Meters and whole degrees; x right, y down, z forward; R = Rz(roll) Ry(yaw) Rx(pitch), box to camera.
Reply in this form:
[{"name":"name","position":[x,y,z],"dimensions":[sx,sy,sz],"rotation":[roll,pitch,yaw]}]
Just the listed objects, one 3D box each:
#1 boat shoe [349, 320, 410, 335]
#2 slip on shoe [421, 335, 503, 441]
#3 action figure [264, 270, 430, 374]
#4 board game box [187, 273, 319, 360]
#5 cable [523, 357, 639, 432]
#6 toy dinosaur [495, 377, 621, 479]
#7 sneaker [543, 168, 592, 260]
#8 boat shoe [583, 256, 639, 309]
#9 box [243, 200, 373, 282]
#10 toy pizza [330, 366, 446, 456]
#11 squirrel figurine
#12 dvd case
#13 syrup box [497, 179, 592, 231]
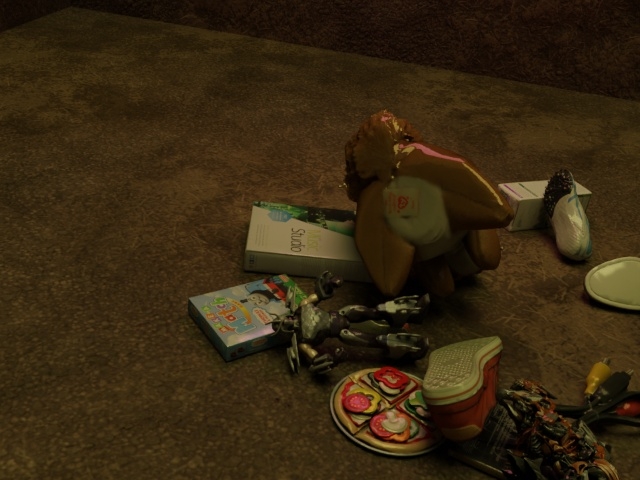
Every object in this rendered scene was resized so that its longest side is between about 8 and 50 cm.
[{"name":"boat shoe","position":[0.100,0.157,1.337],"dimensions":[0.137,0.049,0.043],"rotation":[11,26,2]},{"name":"slip on shoe","position":[0.239,0.231,1.173],"dimensions":[0.123,0.101,0.331],"rotation":[-15,4,20]},{"name":"action figure","position":[0.045,0.146,1.254],"dimensions":[0.285,0.099,0.185],"rotation":[2,69,-9]},{"name":"board game box","position":[-0.116,0.137,1.330],"dimensions":[0.211,0.039,0.160],"rotation":[-14,36,-32]},{"name":"cable","position":[0.455,0.290,1.187],"dimensions":[0.287,0.072,0.139],"rotation":[-21,53,-33]},{"name":"toy dinosaur","position":[0.336,0.332,0.970],"dimensions":[0.218,0.164,0.322],"rotation":[-7,28,-30]},{"name":"sneaker","position":[0.599,-0.060,1.726],"dimensions":[0.086,0.085,0.237],"rotation":[21,57,-39]},{"name":"boat shoe","position":[0.716,0.095,1.575],"dimensions":[0.319,0.116,0.099],"rotation":[-6,-12,-10]},{"name":"box","position":[0.000,0.000,1.580],"dimensions":[0.322,0.058,0.232],"rotation":[7,30,-5]},{"name":"toy pizza","position":[0.116,0.267,1.161],"dimensions":[0.201,0.032,0.201],"rotation":[6,29,-3]},{"name":"squirrel figurine","position":[0.217,-0.079,1.469],"dimensions":[0.397,0.281,0.370],"rotation":[55,19,21]},{"name":"dvd case","position":[0.329,0.328,1.119],"dimensions":[0.221,0.018,0.164],"rotation":[20,30,22]},{"name":"syrup box","position":[0.565,-0.094,1.839],"dimensions":[0.236,0.093,0.096],"rotation":[-6,32,-22]}]
